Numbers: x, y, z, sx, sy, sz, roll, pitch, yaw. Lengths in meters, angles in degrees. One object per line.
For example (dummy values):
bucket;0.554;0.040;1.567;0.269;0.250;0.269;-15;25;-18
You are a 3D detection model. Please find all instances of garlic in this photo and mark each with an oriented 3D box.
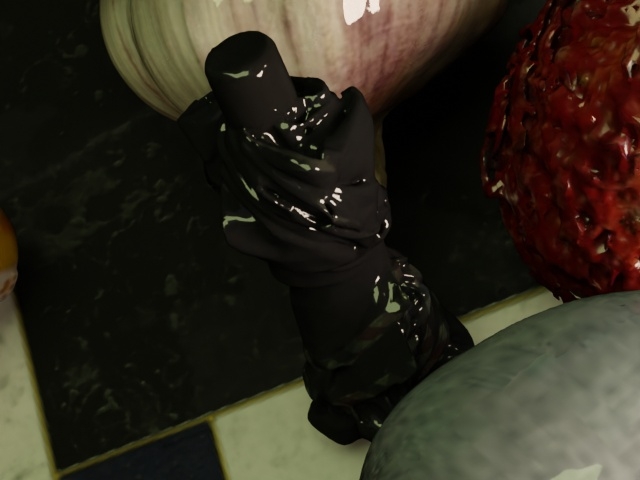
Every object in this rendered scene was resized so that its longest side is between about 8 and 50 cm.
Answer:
garlic;0.001;-0.092;1.156;0.245;0.245;0.253;-9;95;14

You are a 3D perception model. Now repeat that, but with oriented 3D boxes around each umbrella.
umbrella;0.000;0.000;1.059;0.110;0.272;0.122;-26;38;2

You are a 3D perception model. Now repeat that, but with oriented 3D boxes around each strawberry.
strawberry;0.223;-0.077;1.050;0.274;0.220;0.274;-5;66;12

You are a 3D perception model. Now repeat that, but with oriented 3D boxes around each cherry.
cherry;0.149;0.154;0.964;0.296;0.218;0.255;-40;71;-4

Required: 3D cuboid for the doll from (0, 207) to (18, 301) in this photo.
doll;-0.316;-0.007;1.228;0.270;0.162;0.166;35;86;35
